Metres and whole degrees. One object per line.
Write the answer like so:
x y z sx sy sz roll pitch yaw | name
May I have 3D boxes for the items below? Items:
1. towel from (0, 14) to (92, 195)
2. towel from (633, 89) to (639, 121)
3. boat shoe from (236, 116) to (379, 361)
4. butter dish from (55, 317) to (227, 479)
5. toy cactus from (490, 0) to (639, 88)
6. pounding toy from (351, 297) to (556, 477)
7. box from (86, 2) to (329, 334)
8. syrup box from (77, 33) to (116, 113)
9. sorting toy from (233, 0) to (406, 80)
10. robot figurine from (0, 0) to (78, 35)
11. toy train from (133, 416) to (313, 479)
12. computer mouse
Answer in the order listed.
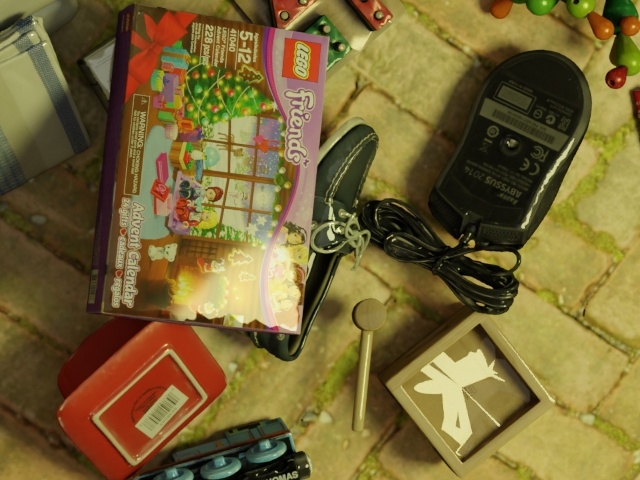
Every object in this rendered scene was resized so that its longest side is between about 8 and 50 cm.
-0.365 -0.090 1.778 0.285 0.209 0.034 -28 59 -7 | towel
0.462 -0.057 2.011 0.198 0.031 0.275 -18 96 -7 | towel
0.000 0.000 1.874 0.079 0.095 0.254 31 94 27 | boat shoe
-0.199 0.135 1.857 0.160 0.118 0.160 -43 141 -10 | butter dish
0.274 -0.260 1.920 0.180 0.112 0.219 -32 68 -34 | toy cactus
0.103 0.139 1.928 0.181 0.094 0.206 -38 94 -2 | pounding toy
-0.105 -0.065 1.775 0.201 0.057 0.293 7 85 -22 | box
-0.140 -0.103 1.854 0.096 0.093 0.237 -33 100 -7 | syrup box
-0.006 -0.236 1.894 0.274 0.046 0.132 -41 101 -5 | sorting toy
-0.334 -0.290 1.745 0.353 0.200 0.300 -31 128 -8 | robot figurine
-0.101 0.242 1.885 0.184 0.105 0.080 -16 106 -10 | toy train
0.181 -0.071 1.925 0.188 0.072 0.272 32 86 17 | computer mouse
